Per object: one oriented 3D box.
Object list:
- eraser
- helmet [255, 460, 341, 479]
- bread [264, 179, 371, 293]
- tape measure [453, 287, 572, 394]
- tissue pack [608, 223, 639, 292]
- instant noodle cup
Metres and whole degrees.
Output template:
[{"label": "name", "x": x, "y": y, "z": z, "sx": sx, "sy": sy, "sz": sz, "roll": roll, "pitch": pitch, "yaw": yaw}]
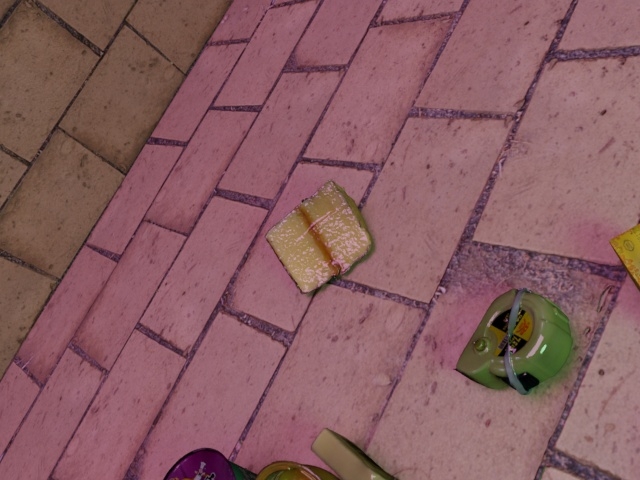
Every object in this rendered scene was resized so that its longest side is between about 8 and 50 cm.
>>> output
[{"label": "eraser", "x": 0.072, "y": 0.429, "z": 1.145, "sx": 0.058, "sy": 0.117, "sz": 0.172, "roll": -53, "pitch": 40, "yaw": -8}, {"label": "helmet", "x": 0.000, "y": 0.508, "z": 1.114, "sx": 0.257, "sy": 0.140, "sz": 0.205, "roll": 42, "pitch": 109, "yaw": 28}, {"label": "bread", "x": 0.000, "y": 0.000, "z": 1.503, "sx": 0.240, "sy": 0.135, "sz": 0.178, "roll": -38, "pitch": 42, "yaw": 13}, {"label": "tape measure", "x": 0.351, "y": 0.177, "z": 1.080, "sx": 0.200, "sy": 0.106, "sz": 0.175, "roll": -57, "pitch": 27, "yaw": -9}, {"label": "tissue pack", "x": 0.543, "y": 0.069, "z": 0.986, "sx": 0.062, "sy": 0.095, "sz": 0.176, "roll": -32, "pitch": 45, "yaw": 21}, {"label": "instant noodle cup", "x": -0.192, "y": 0.564, "z": 1.233, "sx": 0.251, "sy": 0.190, "sz": 0.251, "roll": -23, "pitch": 49, "yaw": 30}]
